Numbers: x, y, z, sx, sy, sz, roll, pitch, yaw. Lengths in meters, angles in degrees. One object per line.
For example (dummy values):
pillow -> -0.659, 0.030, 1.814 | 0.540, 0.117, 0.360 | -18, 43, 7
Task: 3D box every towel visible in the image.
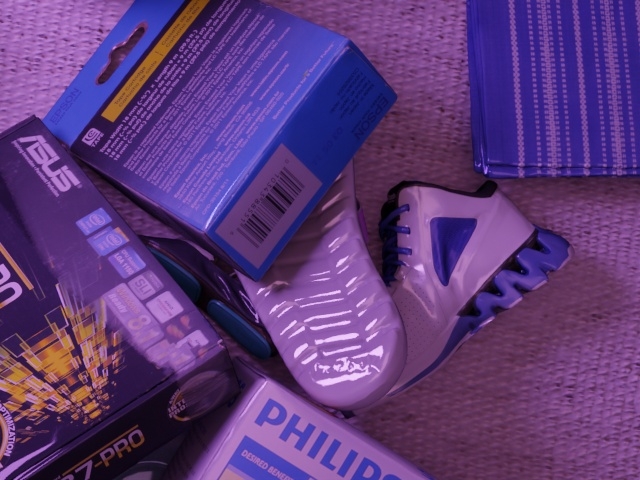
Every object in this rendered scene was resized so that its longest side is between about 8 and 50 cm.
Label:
towel -> 0.328, -0.177, 1.894 | 0.336, 0.040, 0.243 | 0, 71, -7

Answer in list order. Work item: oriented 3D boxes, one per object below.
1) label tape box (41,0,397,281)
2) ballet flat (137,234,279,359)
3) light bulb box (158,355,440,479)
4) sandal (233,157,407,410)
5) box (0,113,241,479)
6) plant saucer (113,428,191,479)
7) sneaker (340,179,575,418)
label tape box -> -0.113, -0.133, 1.785 | 0.240, 0.334, 0.106 | -53, 133, -6
ballet flat -> -0.113, 0.047, 1.843 | 0.203, 0.074, 0.074 | 37, 84, 3
light bulb box -> -0.021, 0.364, 1.727 | 0.358, 0.225, 0.361 | 33, 87, -10
sandal -> -0.014, 0.006, 1.788 | 0.169, 0.102, 0.416 | -23, 56, 13
box -> -0.313, 0.088, 1.680 | 0.318, 0.097, 0.395 | -31, 53, -15
plant saucer -> -0.184, 0.287, 1.833 | 0.195, 0.037, 0.194 | 0, 87, -5
sneaker -> 0.100, 0.040, 1.843 | 0.315, 0.127, 0.182 | -38, 88, -14
